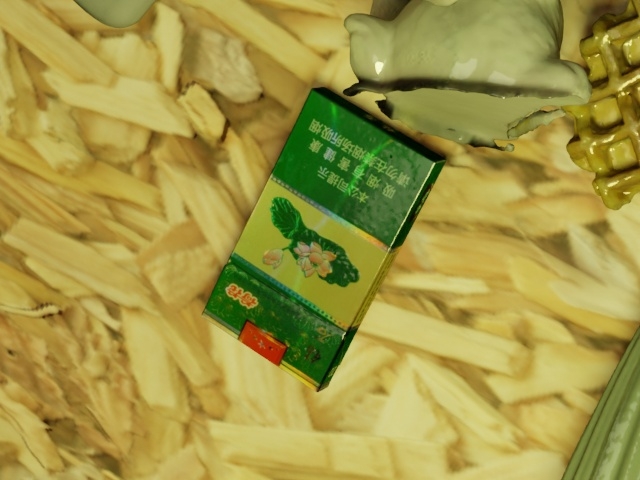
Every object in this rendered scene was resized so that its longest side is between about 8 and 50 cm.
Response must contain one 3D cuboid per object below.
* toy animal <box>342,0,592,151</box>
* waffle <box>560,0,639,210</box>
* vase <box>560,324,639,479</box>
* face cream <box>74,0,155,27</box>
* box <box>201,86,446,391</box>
[{"bbox_3d":[0.113,-0.208,1.137,0.174,0.249,0.289,11,62,-11],"label":"toy animal"},{"bbox_3d":[0.319,-0.106,1.139,0.253,0.056,0.249,39,109,11],"label":"waffle"},{"bbox_3d":[0.256,0.179,1.173,0.128,0.128,0.248,16,95,20],"label":"vase"},{"bbox_3d":[-0.129,-0.326,1.285,0.291,0.071,0.144,-44,80,21],"label":"face cream"},{"bbox_3d":[0.000,0.000,1.296,0.132,0.034,0.235,32,108,15],"label":"box"}]
